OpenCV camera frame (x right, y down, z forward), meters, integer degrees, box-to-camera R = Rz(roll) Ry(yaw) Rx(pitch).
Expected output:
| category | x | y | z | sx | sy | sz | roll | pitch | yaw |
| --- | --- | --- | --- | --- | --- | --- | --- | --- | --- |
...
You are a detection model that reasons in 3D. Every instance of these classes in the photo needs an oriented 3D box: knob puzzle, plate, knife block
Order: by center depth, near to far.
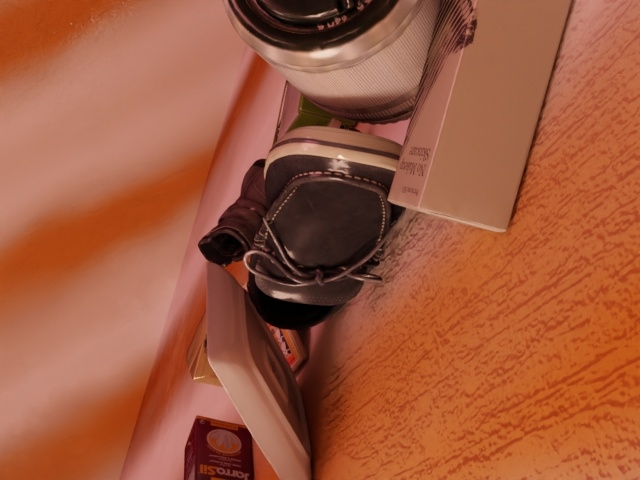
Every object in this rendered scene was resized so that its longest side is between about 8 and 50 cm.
| category | x | y | z | sx | sy | sz | roll | pitch | yaw |
| --- | --- | --- | --- | --- | --- | --- | --- | --- | --- |
| plate | -0.079 | 0.189 | 1.349 | 0.277 | 0.045 | 0.278 | -107 | -9 | -64 |
| knob puzzle | -0.102 | 0.158 | 1.582 | 0.213 | 0.030 | 0.213 | 27 | 123 | 51 |
| knife block | -0.203 | 0.177 | 2.045 | 0.276 | 0.088 | 0.242 | -152 | 78 | -76 |

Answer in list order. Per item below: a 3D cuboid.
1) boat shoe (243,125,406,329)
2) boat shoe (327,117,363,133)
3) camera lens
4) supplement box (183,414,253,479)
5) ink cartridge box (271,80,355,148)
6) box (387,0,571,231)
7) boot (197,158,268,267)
| category | x | y | z | sx | sy | sz | roll | pitch | yaw |
| --- | --- | --- | --- | --- | --- | --- | --- | --- | --- |
| boat shoe | 0.000 | 0.000 | 1.230 | 0.500 | 0.187 | 0.155 | 121 | 158 | -68 |
| boat shoe | 0.007 | -0.082 | 1.504 | 0.081 | 0.069 | 0.227 | -73 | 7 | -50 |
| camera lens | 0.035 | -0.256 | 1.050 | 0.274 | 0.220 | 0.219 | 28 | -106 | -68 |
| supplement box | -0.176 | 0.397 | 1.675 | 0.188 | 0.104 | 0.080 | -103 | 30 | -61 |
| ink cartridge box | -0.004 | -0.256 | 1.678 | 0.255 | 0.097 | 0.188 | 138 | 143 | -72 |
| box | 0.155 | -0.153 | 0.933 | 0.113 | 0.094 | 0.275 | -157 | 82 | -76 |
| boot | -0.138 | -0.043 | 1.745 | 0.222 | 0.118 | 0.338 | -47 | 3 | -19 |
